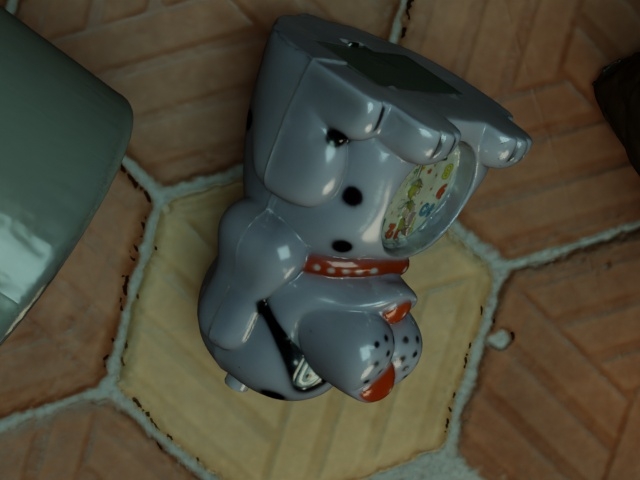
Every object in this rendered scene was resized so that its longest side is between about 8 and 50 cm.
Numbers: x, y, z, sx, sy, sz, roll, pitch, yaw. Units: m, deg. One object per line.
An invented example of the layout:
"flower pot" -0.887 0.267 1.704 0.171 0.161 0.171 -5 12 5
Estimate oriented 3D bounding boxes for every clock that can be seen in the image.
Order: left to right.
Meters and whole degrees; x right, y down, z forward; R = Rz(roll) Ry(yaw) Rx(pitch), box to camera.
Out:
"clock" 0.003 -0.001 1.147 0.189 0.189 0.254 19 105 -16

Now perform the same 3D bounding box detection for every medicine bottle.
"medicine bottle" -0.269 -0.053 1.032 0.232 0.238 0.238 37 94 -19

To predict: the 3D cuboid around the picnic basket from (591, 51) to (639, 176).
"picnic basket" 0.360 -0.033 1.139 0.254 0.291 0.321 -33 99 -2
